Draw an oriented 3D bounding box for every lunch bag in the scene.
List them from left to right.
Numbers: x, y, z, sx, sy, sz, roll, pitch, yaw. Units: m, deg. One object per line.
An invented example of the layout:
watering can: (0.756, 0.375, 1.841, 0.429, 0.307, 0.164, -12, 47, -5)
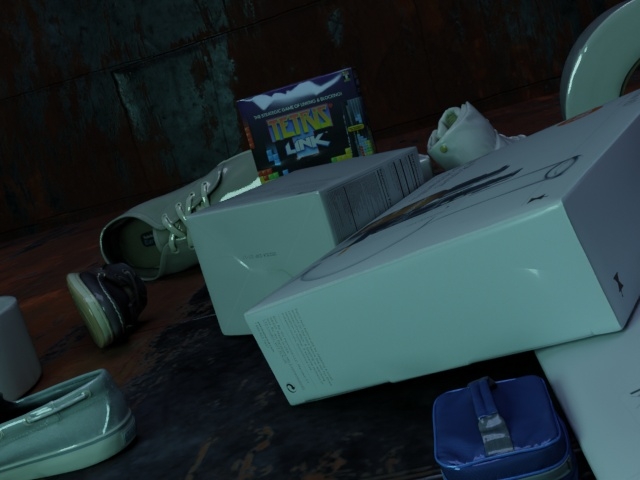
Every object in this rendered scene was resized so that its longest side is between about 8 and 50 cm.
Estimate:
lunch bag: (0.096, 0.110, 0.395, 0.067, 0.065, 0.098, -14, 11, 9)

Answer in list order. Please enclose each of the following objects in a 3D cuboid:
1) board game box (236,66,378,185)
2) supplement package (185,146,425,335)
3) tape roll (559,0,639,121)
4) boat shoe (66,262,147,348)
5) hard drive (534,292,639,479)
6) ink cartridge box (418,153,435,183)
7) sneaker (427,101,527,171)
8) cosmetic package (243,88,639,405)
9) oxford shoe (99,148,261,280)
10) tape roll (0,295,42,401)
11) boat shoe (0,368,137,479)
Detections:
board game box: (-0.015, -0.151, 1.057, 0.170, 0.141, 0.048, -14, 13, 15)
supplement package: (0.000, 0.000, 0.861, 0.194, 0.149, 0.203, -7, 14, 38)
tape roll: (0.413, -0.173, 0.896, 0.246, 0.246, 0.169, -12, 12, 18)
boat shoe: (-0.284, 0.075, 1.030, 0.092, 0.103, 0.285, -24, 7, -15)
hard drive: (0.230, 0.049, 0.413, 0.210, 0.040, 0.319, -28, 5, 11)
ink cartridge box: (0.025, -0.039, 1.117, 0.272, 0.115, 0.198, -17, 12, -4)
sneaker: (0.255, -0.139, 1.090, 0.108, 0.169, 0.292, -44, -4, 32)
cosmetic package: (0.155, -0.012, 0.660, 0.284, 0.097, 0.377, -20, 9, 39)
oxford shoe: (-0.199, -0.034, 1.293, 0.449, 0.169, 0.130, -19, 6, 25)
tape roll: (-0.476, 0.161, 0.870, 0.286, 0.100, 0.286, -15, 10, 3)
boat shoe: (-0.271, 0.159, 0.629, 0.227, 0.081, 0.079, -15, 11, 0)
